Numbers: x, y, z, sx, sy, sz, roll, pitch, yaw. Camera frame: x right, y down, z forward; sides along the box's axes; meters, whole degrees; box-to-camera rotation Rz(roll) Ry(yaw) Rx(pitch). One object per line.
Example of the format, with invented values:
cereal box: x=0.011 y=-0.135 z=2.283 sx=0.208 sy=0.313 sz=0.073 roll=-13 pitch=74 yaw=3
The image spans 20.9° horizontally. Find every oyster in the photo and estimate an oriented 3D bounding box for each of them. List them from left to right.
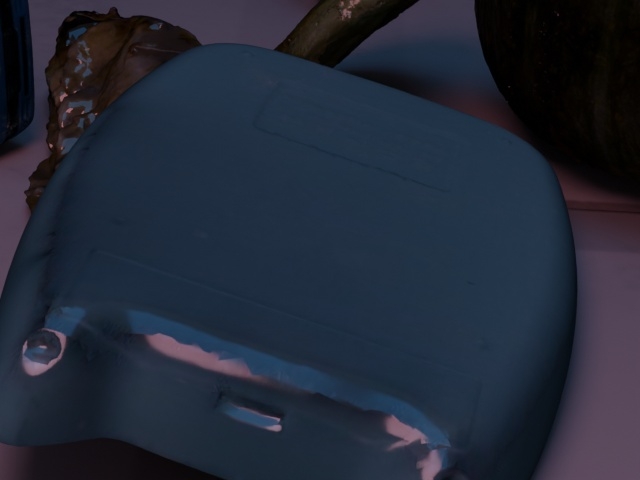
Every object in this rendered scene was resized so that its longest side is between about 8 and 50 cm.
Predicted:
oyster: x=-0.113 y=-0.074 z=0.999 sx=0.129 sy=0.078 sz=0.345 roll=-11 pitch=31 yaw=-9

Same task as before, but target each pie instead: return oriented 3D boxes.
pie: x=0.026 y=-0.143 z=1.060 sx=0.041 sy=0.187 sz=0.187 roll=49 pitch=33 yaw=-4

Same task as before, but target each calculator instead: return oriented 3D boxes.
calculator: x=0.000 y=0.000 z=0.820 sx=0.256 sy=0.054 sz=0.386 roll=19 pitch=28 yaw=2

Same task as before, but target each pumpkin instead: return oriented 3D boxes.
pumpkin: x=0.245 y=-0.138 z=1.016 sx=0.320 sy=0.192 sz=0.320 roll=2 pitch=29 yaw=-1

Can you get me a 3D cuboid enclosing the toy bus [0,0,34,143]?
toy bus: x=-0.292 y=-0.122 z=1.016 sx=0.246 sy=0.113 sz=0.134 roll=18 pitch=32 yaw=28
